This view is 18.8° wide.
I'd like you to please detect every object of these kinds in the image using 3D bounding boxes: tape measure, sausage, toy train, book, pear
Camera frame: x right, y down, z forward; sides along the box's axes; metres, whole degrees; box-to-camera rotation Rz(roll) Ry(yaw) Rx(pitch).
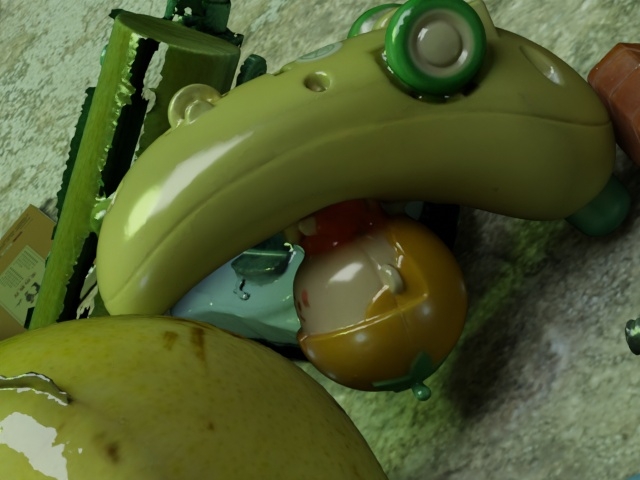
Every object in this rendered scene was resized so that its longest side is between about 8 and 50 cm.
[{"bbox_3d":[0.002,-0.004,1.300,0.182,0.107,0.181,-5,59,50],"label":"tape measure"},{"bbox_3d":[0.215,-0.059,1.143,0.065,0.065,0.169,-42,33,10],"label":"sausage"},{"bbox_3d":[-0.138,-0.032,1.345,0.126,0.189,0.307,22,105,17],"label":"toy train"},{"bbox_3d":[-0.250,0.038,1.631,0.118,0.012,0.172,-51,33,-4],"label":"book"},{"bbox_3d":[-0.101,0.186,1.036,0.309,0.309,0.309,-30,37,26],"label":"pear"}]

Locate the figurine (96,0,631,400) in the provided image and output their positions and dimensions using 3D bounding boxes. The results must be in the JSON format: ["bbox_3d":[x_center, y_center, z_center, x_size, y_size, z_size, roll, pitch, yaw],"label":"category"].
[{"bbox_3d":[0.025,-0.016,1.153,0.324,0.222,0.124,-24,10,-10],"label":"figurine"}]

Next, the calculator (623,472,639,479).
[{"bbox_3d":[0.157,0.204,0.967,0.121,0.039,0.210,-37,34,14],"label":"calculator"}]

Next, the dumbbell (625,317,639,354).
[{"bbox_3d":[0.266,0.020,0.987,0.254,0.081,0.081,-20,43,37],"label":"dumbbell"}]
